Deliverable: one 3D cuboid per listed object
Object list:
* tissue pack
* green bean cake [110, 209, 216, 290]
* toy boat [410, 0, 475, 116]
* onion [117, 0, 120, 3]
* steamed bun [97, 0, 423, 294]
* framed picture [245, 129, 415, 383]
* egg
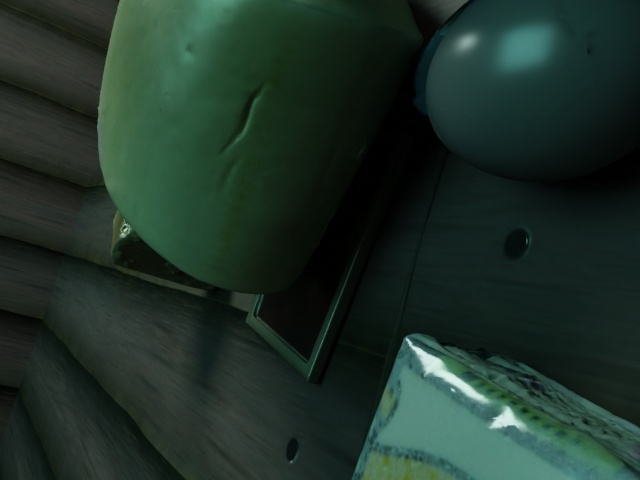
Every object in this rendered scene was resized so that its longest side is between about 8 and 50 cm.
[{"bbox_3d":[0.095,0.238,0.382,0.228,0.128,0.311,26,97,61],"label":"tissue pack"},{"bbox_3d":[-0.231,-0.001,1.038,0.085,0.179,0.109,-49,32,35],"label":"green bean cake"},{"bbox_3d":[0.161,-0.182,0.599,0.215,0.088,0.102,-38,7,45],"label":"toy boat"},{"bbox_3d":[-0.172,-0.473,1.107,0.341,0.341,0.341,-38,42,44],"label":"onion"},{"bbox_3d":[-0.106,-0.191,0.779,0.371,0.290,0.456,-61,24,26],"label":"steamed bun"},{"bbox_3d":[0.000,0.000,0.807,0.211,0.020,0.289,26,95,62],"label":"framed picture"},{"bbox_3d":[0.157,-0.115,0.474,0.198,0.146,0.146,11,82,64],"label":"egg"}]
